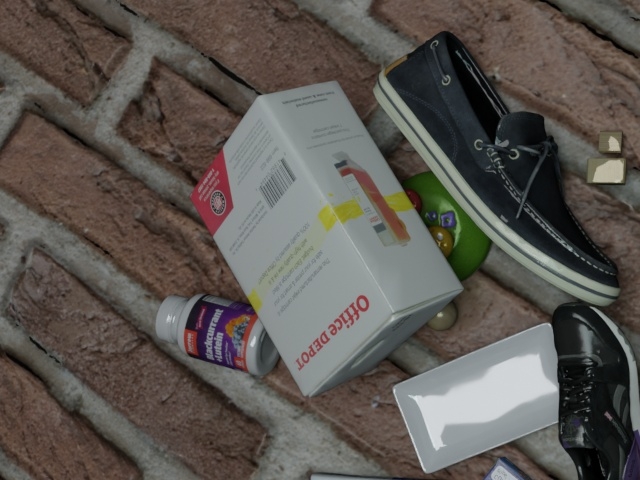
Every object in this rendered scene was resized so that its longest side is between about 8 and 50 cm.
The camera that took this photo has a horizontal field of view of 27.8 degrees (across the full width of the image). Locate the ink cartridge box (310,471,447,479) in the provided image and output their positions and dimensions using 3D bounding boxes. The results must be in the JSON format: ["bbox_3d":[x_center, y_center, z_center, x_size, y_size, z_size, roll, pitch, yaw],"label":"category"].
[{"bbox_3d":[0.090,0.475,1.989,0.223,0.045,0.224,0,87,24],"label":"ink cartridge box"}]

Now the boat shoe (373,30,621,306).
[{"bbox_3d":[0.274,-0.112,1.885,0.156,0.186,0.500,-46,65,20],"label":"boat shoe"}]

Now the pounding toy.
[{"bbox_3d":[0.152,0.005,1.964,0.182,0.110,0.237,20,94,24],"label":"pounding toy"}]

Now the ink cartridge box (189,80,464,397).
[{"bbox_3d":[0.000,0.000,1.946,0.385,0.160,0.279,60,139,16],"label":"ink cartridge box"}]

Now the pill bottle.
[{"bbox_3d":[-0.165,0.146,2.091,0.193,0.108,0.108,13,91,24],"label":"pill bottle"}]

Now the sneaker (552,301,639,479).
[{"bbox_3d":[0.377,0.228,1.789,0.107,0.124,0.283,-12,101,43],"label":"sneaker"}]

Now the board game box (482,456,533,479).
[{"bbox_3d":[0.305,0.435,1.905,0.201,0.035,0.136,40,102,21],"label":"board game box"}]

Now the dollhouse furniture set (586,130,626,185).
[{"bbox_3d":[0.462,-0.173,1.849,0.160,0.101,0.182,1,86,23],"label":"dollhouse furniture set"}]

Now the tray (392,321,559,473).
[{"bbox_3d":[0.252,0.238,1.946,0.270,0.030,0.145,-25,76,20],"label":"tray"}]
